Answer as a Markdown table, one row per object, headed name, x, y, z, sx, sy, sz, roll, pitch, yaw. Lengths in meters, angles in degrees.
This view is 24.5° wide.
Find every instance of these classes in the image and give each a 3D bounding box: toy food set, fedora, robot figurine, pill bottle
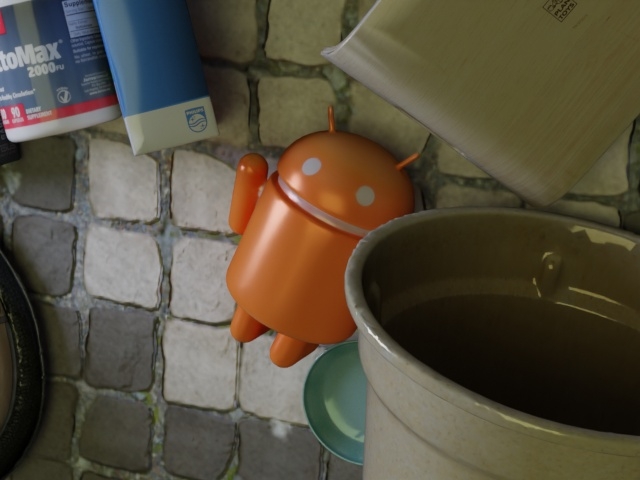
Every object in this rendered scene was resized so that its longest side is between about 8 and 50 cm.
| name | x | y | z | sx | sy | sz | roll | pitch | yaw |
| --- | --- | --- | --- | --- | --- | --- | --- | --- | --- |
| toy food set | 0.178 | -0.196 | 1.148 | 0.220 | 0.092 | 0.306 | 35 | 109 | -15 |
| fedora | -0.429 | 0.117 | 1.415 | 0.334 | 0.152 | 0.334 | 5 | 104 | 18 |
| robot figurine | -0.002 | -0.001 | 1.252 | 0.219 | 0.128 | 0.158 | -64 | 36 | 21 |
| pill bottle | -0.246 | -0.185 | 1.303 | 0.108 | 0.108 | 0.180 | -10 | 99 | 21 |

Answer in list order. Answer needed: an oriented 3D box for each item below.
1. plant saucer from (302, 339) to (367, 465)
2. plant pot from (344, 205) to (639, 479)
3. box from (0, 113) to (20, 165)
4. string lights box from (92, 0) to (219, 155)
| name | x | y | z | sx | sy | sz | roll | pitch | yaw |
| --- | --- | --- | --- | --- | --- | --- | --- | --- | --- |
| plant saucer | 0.043 | 0.144 | 1.329 | 0.119 | 0.021 | 0.119 | 4 | 104 | 18 |
| plant pot | 0.157 | 0.183 | 1.132 | 0.334 | 0.334 | 0.305 | 18 | 117 | 14 |
| box | -0.411 | -0.149 | 1.394 | 0.232 | 0.059 | 0.183 | -5 | 100 | 20 |
| string lights box | -0.154 | -0.209 | 1.242 | 0.077 | 0.133 | 0.260 | -14 | 99 | -4 |
